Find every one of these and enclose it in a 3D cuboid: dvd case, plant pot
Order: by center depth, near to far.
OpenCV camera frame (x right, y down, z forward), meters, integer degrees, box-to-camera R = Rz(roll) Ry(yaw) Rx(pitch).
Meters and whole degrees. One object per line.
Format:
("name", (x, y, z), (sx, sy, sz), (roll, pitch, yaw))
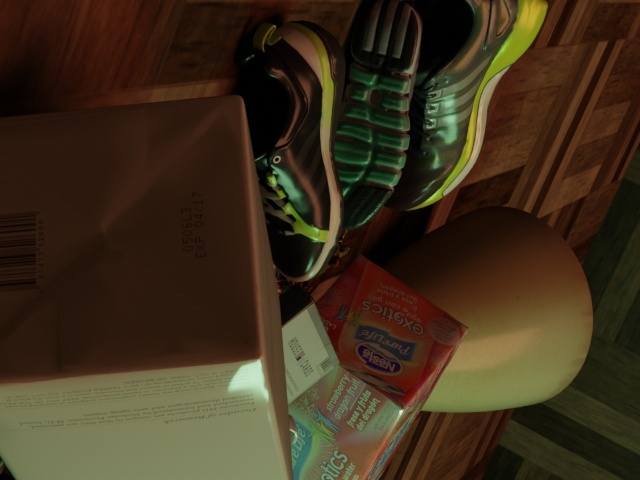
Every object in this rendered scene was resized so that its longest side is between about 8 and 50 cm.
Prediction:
("dvd case", (-0.092, 0.146, 1.374), (0.239, 0.029, 0.179), (-39, 159, -8))
("plant pot", (0.144, 0.105, 1.906), (0.274, 0.256, 0.256), (-14, 131, -47))

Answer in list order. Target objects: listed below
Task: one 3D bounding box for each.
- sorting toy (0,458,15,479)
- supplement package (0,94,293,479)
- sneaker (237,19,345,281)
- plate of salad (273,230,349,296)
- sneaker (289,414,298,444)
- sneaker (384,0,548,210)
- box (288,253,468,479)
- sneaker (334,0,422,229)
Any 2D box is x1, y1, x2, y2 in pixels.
("sorting toy", (-0.238, 0.168, 1.149), (0.132, 0.046, 0.274), (-62, 164, 1))
("supplement package", (-0.115, 0.064, 1.022), (0.293, 0.175, 0.177), (83, 1, -62))
("sneaker", (-0.041, -0.070, 1.307), (0.097, 0.084, 0.234), (-25, 124, -44))
("plate of salad", (0.000, 0.000, 1.594), (0.200, 0.048, 0.200), (-54, 162, -27))
("sneaker", (-0.134, 0.271, 1.315), (0.210, 0.137, 0.366), (-22, 150, -33))
("sneaker", (0.115, -0.161, 1.628), (0.121, 0.111, 0.300), (-5, 128, -43))
("box", (0.016, 0.184, 1.687), (0.154, 0.142, 0.300), (-46, 167, -44))
("sneaker", (0.058, -0.120, 1.512), (0.098, 0.083, 0.223), (-37, 146, -71))
